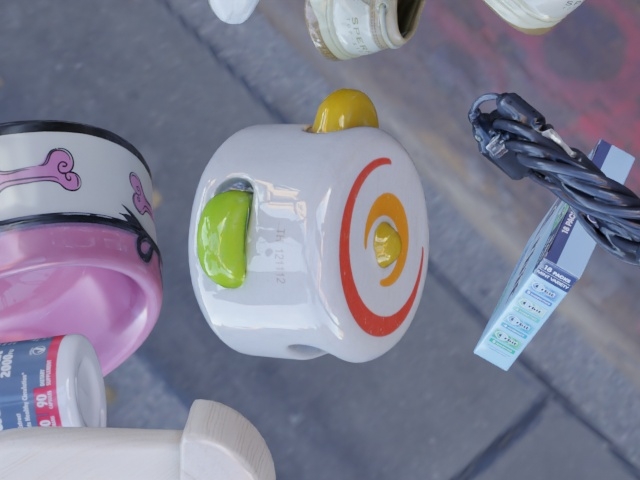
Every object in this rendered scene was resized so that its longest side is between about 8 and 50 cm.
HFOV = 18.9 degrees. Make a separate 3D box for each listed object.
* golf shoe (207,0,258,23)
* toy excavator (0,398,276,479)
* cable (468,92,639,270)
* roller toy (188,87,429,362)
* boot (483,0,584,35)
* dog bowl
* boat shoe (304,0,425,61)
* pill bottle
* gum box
[{"bbox_3d":[-0.055,-0.274,1.756,0.086,0.067,0.186,54,133,44],"label":"golf shoe"},{"bbox_3d":[-0.302,0.245,1.322,0.433,0.222,0.445,27,105,-4],"label":"toy excavator"},{"bbox_3d":[0.178,-0.027,1.194,0.150,0.184,0.047,34,87,44],"label":"cable"},{"bbox_3d":[0.000,0.000,1.555,0.146,0.209,0.191,2,132,30],"label":"roller toy"},{"bbox_3d":[0.136,-0.288,1.355,0.262,0.095,0.203,45,136,-9],"label":"boot"},{"bbox_3d":[-0.345,0.055,1.989,0.408,0.408,0.150,-46,56,36],"label":"dog bowl"},{"bbox_3d":[0.080,-0.269,1.629,0.089,0.285,0.104,2,149,37],"label":"boat shoe"},{"bbox_3d":[-0.283,0.143,1.643,0.180,0.108,0.108,-8,109,9],"label":"pill bottle"},{"bbox_3d":[0.218,0.015,1.799,0.041,0.157,0.184,29,145,2],"label":"gum box"}]
